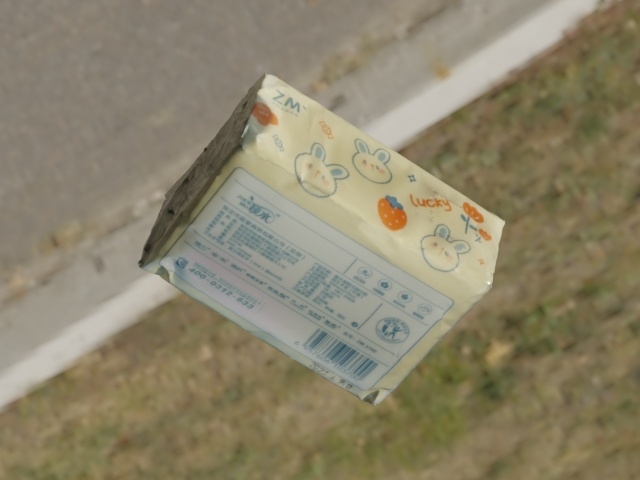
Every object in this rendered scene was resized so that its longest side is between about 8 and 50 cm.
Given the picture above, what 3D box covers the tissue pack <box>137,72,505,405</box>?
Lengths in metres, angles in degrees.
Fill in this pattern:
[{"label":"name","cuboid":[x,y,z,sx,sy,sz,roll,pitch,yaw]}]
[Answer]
[{"label":"tissue pack","cuboid":[0.000,0.000,1.272,0.196,0.092,0.148,31,128,-14]}]
